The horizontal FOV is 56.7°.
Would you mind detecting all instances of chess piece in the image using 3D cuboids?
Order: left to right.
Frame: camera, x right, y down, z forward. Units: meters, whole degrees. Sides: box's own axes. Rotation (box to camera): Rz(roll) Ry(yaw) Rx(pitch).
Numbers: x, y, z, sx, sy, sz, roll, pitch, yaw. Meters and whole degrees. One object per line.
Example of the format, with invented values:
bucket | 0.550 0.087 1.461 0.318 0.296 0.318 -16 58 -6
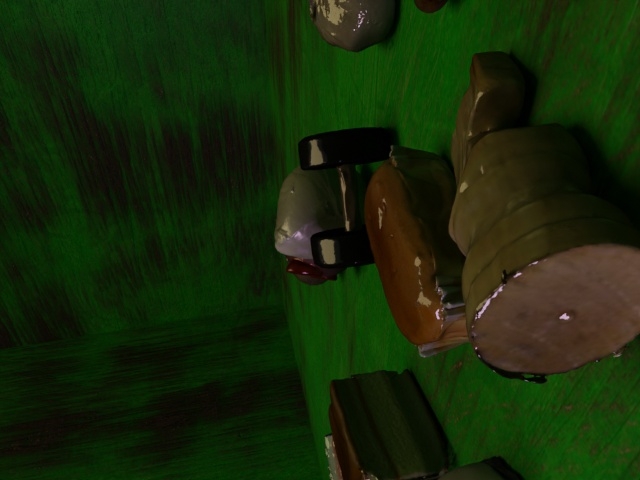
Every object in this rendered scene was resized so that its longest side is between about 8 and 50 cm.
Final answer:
chess piece | 0.160 -0.042 0.499 0.300 0.137 0.137 -92 1 -50

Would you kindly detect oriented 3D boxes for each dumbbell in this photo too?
dumbbell | 0.048 -0.071 0.985 0.152 0.153 0.218 -160 61 -80

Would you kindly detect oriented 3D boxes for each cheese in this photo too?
cheese | 0.008 -0.064 1.137 0.154 0.198 0.189 110 156 -55

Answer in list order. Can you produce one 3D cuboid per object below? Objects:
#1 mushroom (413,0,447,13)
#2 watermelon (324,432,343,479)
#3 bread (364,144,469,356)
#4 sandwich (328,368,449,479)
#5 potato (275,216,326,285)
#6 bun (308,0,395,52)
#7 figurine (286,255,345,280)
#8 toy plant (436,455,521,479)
mushroom | 0.104 -0.313 0.633 0.129 0.073 0.088 49 -169 -9
watermelon | 0.106 0.495 1.218 0.318 0.148 0.226 -110 23 -51
bread | 0.126 0.010 0.727 0.136 0.107 0.241 99 160 -54
sandwich | 0.102 0.312 0.990 0.227 0.155 0.198 99 160 -62
potato | -0.025 -0.008 1.533 0.165 0.165 0.262 -134 31 -75
bun | 0.039 -0.362 0.886 0.173 0.114 0.166 99 160 -56
figurine | 0.000 0.000 1.325 0.173 0.173 0.173 172 90 -81
toy plant | 0.079 0.400 0.670 0.247 0.332 0.247 170 90 -80
